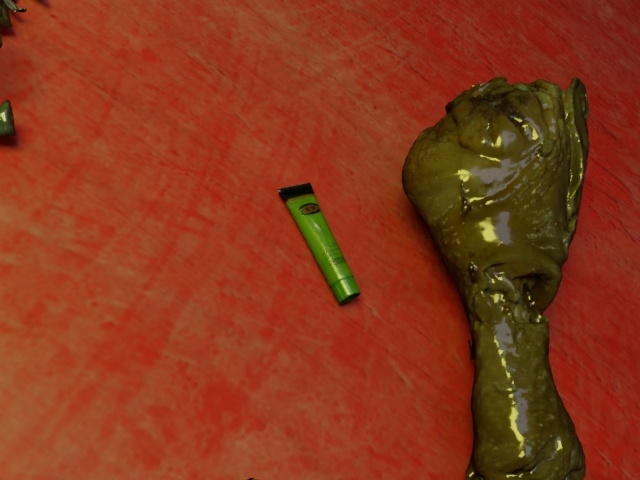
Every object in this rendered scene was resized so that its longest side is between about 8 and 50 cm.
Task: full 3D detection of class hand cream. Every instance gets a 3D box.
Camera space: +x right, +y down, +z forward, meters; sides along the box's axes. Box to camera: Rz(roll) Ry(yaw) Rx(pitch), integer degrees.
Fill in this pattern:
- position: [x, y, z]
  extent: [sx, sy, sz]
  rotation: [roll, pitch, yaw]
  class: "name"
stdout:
- position: [0.000, 0.000, 0.567]
  extent: [0.036, 0.023, 0.122]
  rotation: [-15, 66, -30]
  class: "hand cream"

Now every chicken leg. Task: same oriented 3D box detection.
- position: [0.172, 0.033, 0.567]
  extent: [0.201, 0.153, 0.429]
  rotation: [16, 63, -28]
  class: "chicken leg"

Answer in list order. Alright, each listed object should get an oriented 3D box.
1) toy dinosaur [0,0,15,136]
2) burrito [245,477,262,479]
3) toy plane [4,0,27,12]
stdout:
- position: [-0.300, -0.130, 0.457]
  extent: [0.147, 0.076, 0.363]
  rotation: [-12, 63, -22]
  class: "toy dinosaur"
- position: [-0.009, 0.208, 0.425]
  extent: [0.118, 0.044, 0.074]
  rotation: [19, 52, -14]
  class: "burrito"
- position: [-0.285, -0.231, 0.547]
  extent: [0.083, 0.031, 0.078]
  rotation: [-6, 65, -30]
  class: "toy plane"
